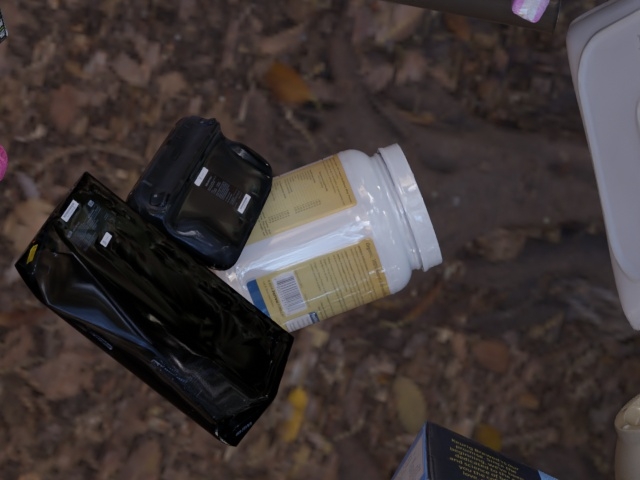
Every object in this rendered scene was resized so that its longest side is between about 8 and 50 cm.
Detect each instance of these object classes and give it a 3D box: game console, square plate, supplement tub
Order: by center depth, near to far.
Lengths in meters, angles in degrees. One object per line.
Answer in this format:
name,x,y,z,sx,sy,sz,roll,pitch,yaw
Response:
game console,-0.102,0.002,1.202,0.044,0.213,0.361,-45,-168,27
supplement tub,0.000,0.000,1.390,0.199,0.144,0.144,-20,133,0
square plate,0.358,-0.103,1.432,0.049,0.347,0.344,-7,81,-27

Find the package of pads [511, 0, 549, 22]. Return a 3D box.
package of pads,0.200,-0.244,1.387,0.083,0.032,0.050,-80,-168,-59

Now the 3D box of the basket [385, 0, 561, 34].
basket,0.156,-0.333,1.682,0.154,0.227,0.204,92,3,-55

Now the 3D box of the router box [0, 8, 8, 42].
router box,-0.318,-0.197,1.173,0.038,0.122,0.092,-60,147,-52

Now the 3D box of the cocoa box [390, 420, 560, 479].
cocoa box,0.181,0.337,1.107,0.231,0.347,0.228,-62,-172,19

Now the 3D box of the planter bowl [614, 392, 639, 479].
planter bowl,0.316,0.178,1.251,0.162,0.162,0.109,-38,102,-45

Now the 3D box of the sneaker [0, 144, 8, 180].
sneaker,-0.412,-0.080,1.373,0.103,0.252,0.111,-32,135,-76
